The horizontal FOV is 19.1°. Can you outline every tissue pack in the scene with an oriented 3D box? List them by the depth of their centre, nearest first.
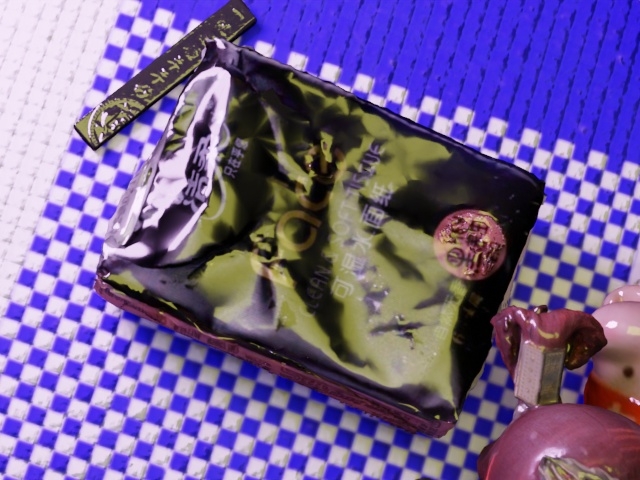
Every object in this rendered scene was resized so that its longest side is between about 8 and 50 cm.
[{"bbox_3d":[0.000,0.000,1.584,0.332,0.123,0.245,23,70,2],"label":"tissue pack"}]

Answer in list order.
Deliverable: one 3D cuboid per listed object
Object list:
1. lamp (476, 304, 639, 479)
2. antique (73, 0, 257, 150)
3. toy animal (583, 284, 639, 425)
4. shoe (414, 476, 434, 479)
[{"bbox_3d":[0.189,0.178,1.480,0.151,0.215,0.223,-15,37,-41],"label":"lamp"},{"bbox_3d":[-0.135,-0.148,1.671,0.192,0.015,0.031,-41,81,-15],"label":"antique"},{"bbox_3d":[0.302,0.092,1.571,0.171,0.171,0.197,25,69,2],"label":"toy animal"},{"bbox_3d":[0.132,0.301,1.520,0.093,0.108,0.241,-44,87,13],"label":"shoe"}]
